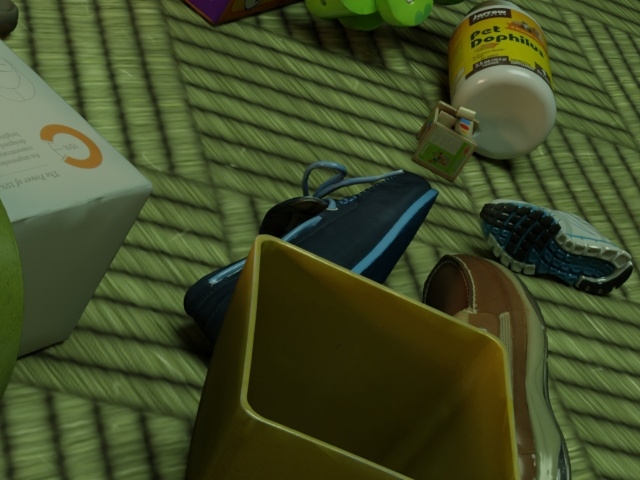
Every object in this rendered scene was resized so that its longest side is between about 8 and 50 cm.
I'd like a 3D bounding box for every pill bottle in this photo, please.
[{"bbox_3d":[0.205,-0.192,2.093,0.117,0.117,0.215,24,31,-14],"label":"pill bottle"}]

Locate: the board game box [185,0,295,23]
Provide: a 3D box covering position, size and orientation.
[{"bbox_3d":[-0.075,-0.513,2.063,0.356,0.357,0.356,40,30,14],"label":"board game box"}]

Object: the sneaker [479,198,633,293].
[{"bbox_3d":[0.234,-0.005,1.908,0.190,0.071,0.083,23,24,-32],"label":"sneaker"}]

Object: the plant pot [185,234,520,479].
[{"bbox_3d":[0.003,0.160,1.316,0.212,0.187,0.212,24,31,-13],"label":"plant pot"}]

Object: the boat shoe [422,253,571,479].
[{"bbox_3d":[0.122,0.120,1.557,0.119,0.123,0.324,17,32,-19],"label":"boat shoe"}]

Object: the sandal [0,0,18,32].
[{"bbox_3d":[-0.368,-0.280,1.742,0.219,0.060,0.090,42,31,15],"label":"sandal"}]

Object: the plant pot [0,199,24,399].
[{"bbox_3d":[-0.365,0.040,1.038,0.366,0.366,0.353,44,19,20],"label":"plant pot"}]

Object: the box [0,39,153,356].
[{"bbox_3d":[-0.334,-0.071,1.359,0.345,0.168,0.215,43,31,18],"label":"box"}]

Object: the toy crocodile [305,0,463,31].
[{"bbox_3d":[0.124,-0.313,2.117,0.340,0.105,0.115,-20,13,-30],"label":"toy crocodile"}]

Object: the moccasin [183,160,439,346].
[{"bbox_3d":[0.000,0.000,1.603,0.116,0.138,0.342,34,29,11],"label":"moccasin"}]

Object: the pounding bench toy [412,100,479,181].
[{"bbox_3d":[0.143,-0.120,1.963,0.052,0.083,0.065,28,31,-8],"label":"pounding bench toy"}]
